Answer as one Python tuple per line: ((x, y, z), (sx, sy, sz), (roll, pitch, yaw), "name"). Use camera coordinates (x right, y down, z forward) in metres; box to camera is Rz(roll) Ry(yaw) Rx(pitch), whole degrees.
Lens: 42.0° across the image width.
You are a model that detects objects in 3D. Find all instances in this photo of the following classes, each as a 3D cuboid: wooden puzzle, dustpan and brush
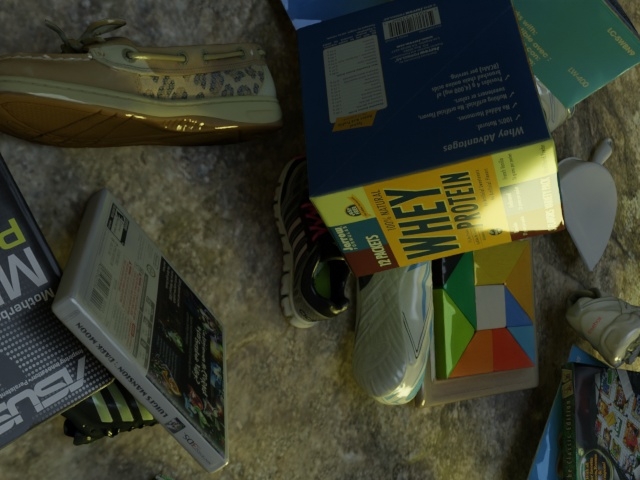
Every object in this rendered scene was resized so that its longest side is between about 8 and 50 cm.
((0.193, 0.077, 0.996), (0.238, 0.044, 0.221), (-1, 87, -41), "wooden puzzle")
((0.377, -0.077, 1.166), (0.211, 0.060, 0.147), (-48, 118, -25), "dustpan and brush")

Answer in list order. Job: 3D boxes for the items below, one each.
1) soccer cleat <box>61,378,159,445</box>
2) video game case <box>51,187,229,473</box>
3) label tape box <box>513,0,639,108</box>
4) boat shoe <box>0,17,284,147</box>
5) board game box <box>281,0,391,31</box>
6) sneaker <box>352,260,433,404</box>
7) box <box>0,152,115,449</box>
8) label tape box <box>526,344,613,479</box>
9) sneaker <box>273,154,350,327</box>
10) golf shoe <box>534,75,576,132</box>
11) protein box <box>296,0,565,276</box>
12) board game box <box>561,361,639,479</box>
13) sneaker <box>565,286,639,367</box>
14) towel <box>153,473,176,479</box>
((-0.166, 0.132, 0.678), (0.178, 0.060, 0.072), (20, 84, -32), "soccer cleat")
((-0.130, 0.062, 0.647), (0.022, 0.190, 0.173), (-33, 115, 8), "video game case")
((0.207, -0.265, 0.852), (0.240, 0.106, 0.334), (43, 27, -10), "label tape box")
((-0.149, -0.128, 0.684), (0.285, 0.104, 0.089), (-5, 86, -51), "boat shoe")
((0.005, -0.253, 0.864), (0.133, 0.033, 0.169), (-36, 105, -31), "board game box")
((0.083, 0.055, 0.887), (0.086, 0.085, 0.237), (39, 58, -61), "sneaker")
((-0.298, 0.062, 0.528), (0.270, 0.060, 0.216), (-29, 96, -35), "box")
((0.402, 0.333, 1.099), (0.347, 0.115, 0.249), (31, 66, -10), "label tape box")
((0.000, 0.000, 0.812), (0.063, 0.074, 0.171), (1, 86, -41), "sneaker")
((0.265, -0.210, 1.066), (0.086, 0.069, 0.176), (-47, 115, -26), "golf shoe")
((0.096, -0.103, 0.756), (0.136, 0.199, 0.201), (59, 22, -54), "protein box")
((0.357, 0.286, 1.016), (0.136, 0.030, 0.260), (12, 71, -21), "board game box")
((0.397, 0.105, 1.142), (0.090, 0.115, 0.232), (-56, 153, 10), "sneaker")
((-0.127, 0.292, 0.717), (0.113, 0.023, 0.152), (37, 64, -32), "towel")
